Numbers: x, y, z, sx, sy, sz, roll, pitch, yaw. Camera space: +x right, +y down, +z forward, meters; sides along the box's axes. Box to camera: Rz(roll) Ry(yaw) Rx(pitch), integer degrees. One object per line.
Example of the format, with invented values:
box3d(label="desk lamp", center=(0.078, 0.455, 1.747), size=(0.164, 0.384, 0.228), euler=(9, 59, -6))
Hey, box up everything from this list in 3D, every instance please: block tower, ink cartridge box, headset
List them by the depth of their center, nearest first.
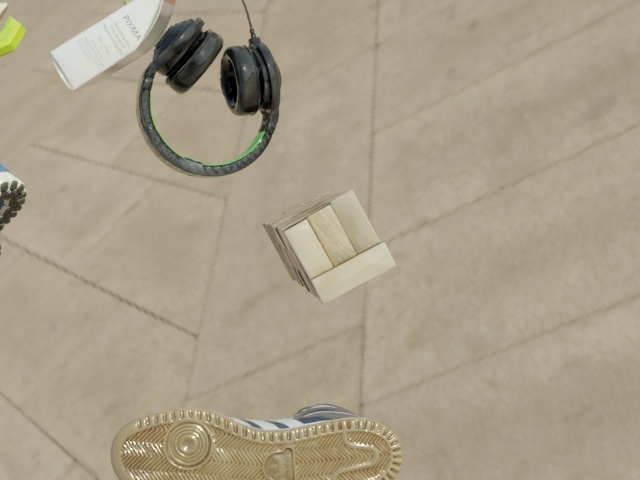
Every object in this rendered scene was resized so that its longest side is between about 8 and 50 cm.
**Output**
box3d(label="ink cartridge box", center=(-0.194, -0.259, 1.305), size=(0.232, 0.066, 0.189), euler=(-27, 10, 2))
box3d(label="block tower", center=(0.000, 0.000, 1.316), size=(0.091, 0.097, 0.335), euler=(-29, 7, -5))
box3d(label="headset", center=(-0.183, -0.302, 1.953), size=(0.185, 0.243, 0.394), euler=(0, 73, 70))

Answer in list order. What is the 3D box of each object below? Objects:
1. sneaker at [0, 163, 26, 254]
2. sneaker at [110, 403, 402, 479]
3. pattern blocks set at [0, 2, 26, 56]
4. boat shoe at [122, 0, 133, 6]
box3d(label="sneaker", center=(-0.646, -0.040, 2.007), size=(0.130, 0.147, 0.330), euler=(-10, -33, -52))
box3d(label="sneaker", center=(-0.066, 0.217, 1.140), size=(0.282, 0.099, 0.153), euler=(1, -4, -4))
box3d(label="pattern blocks set", center=(-0.635, -0.351, 1.939), size=(0.285, 0.026, 0.325), euler=(-3, 54, 24))
box3d(label="boat shoe", center=(-0.291, -0.386, 1.774), size=(0.048, 0.056, 0.153), euler=(123, 142, -64))
